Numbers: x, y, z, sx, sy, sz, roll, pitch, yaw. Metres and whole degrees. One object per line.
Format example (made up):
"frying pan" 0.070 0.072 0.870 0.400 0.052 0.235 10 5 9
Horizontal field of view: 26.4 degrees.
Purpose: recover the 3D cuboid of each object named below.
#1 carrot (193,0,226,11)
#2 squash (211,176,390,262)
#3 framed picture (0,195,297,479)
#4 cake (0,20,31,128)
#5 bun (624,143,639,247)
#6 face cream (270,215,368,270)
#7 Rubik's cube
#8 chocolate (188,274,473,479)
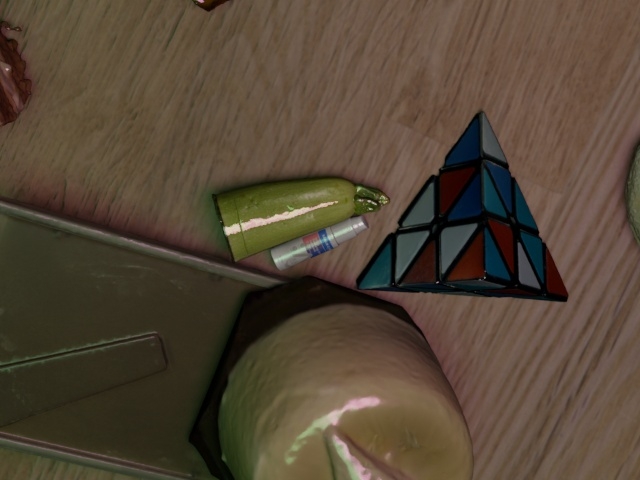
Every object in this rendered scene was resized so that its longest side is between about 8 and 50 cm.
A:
"carrot" -0.056 -0.370 1.681 0.260 0.070 0.070 -32 99 10
"squash" -0.022 -0.036 1.747 0.224 0.094 0.094 -11 102 -1
"framed picture" -0.258 0.149 1.767 0.446 0.028 0.326 17 104 -18
"cake" -0.529 -0.203 1.634 0.282 0.290 0.255 -25 99 11
"bun" 0.483 -0.055 1.704 0.221 0.108 0.221 1 103 3
"face cream" 0.000 0.000 1.779 0.130 0.034 0.034 -23 101 7
"Rubik's cube" 0.225 -0.045 1.740 0.250 0.284 0.234 8 82 -24
"chocolate" 0.024 0.247 1.687 0.326 0.297 0.314 22 103 -10
